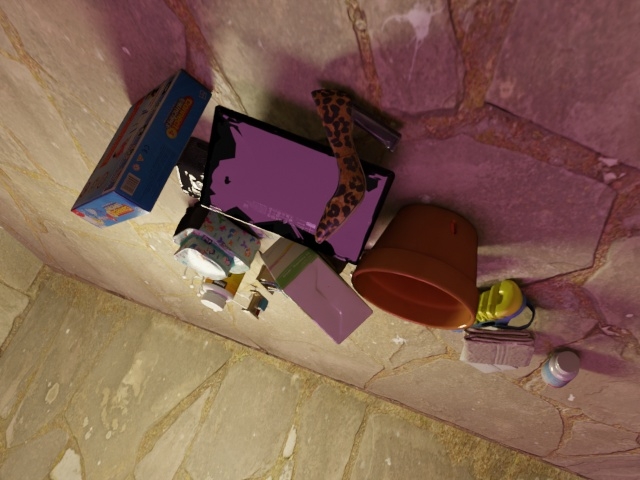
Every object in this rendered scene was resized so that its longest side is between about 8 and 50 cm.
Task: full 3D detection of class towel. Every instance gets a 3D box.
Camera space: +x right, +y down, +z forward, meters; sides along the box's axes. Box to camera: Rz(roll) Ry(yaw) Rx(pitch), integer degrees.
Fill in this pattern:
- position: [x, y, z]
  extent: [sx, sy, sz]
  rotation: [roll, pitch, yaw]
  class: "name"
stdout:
- position: [0.484, 0.292, 1.652]
  extent: [0.187, 0.049, 0.282]
  rotation: [3, 157, 14]
  class: "towel"

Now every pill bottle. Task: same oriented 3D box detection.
- position: [-0.336, 0.134, 2.124]
  extent: [0.117, 0.215, 0.117]
  rotation: [19, 158, 8]
  class: "pill bottle"
- position: [0.728, 0.388, 1.828]
  extent: [0.087, 0.087, 0.160]
  rotation: [18, 157, 14]
  class: "pill bottle"

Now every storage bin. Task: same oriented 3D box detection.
- position: [-0.298, -0.174, 1.569]
  extent: [0.121, 0.085, 0.180]
  rotation: [22, 157, 2]
  class: "storage bin"

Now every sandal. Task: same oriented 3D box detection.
- position: [0.453, 0.200, 1.637]
  extent: [0.138, 0.126, 0.317]
  rotation: [28, 159, -21]
  class: "sandal"

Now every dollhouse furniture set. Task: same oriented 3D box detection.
- position: [-0.166, 0.205, 2.159]
  extent: [0.129, 0.184, 0.129]
  rotation: [9, 154, 31]
  class: "dollhouse furniture set"

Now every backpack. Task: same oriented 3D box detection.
- position: [-0.326, 0.017, 1.911]
  extent: [0.253, 0.191, 0.225]
  rotation: [27, 157, -23]
  class: "backpack"

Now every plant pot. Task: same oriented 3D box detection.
- position: [0.241, 0.053, 1.397]
  extent: [0.290, 0.204, 0.291]
  rotation: [21, 158, 9]
  class: "plant pot"

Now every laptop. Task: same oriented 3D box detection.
- position: [-0.053, -0.120, 1.392]
  extent: [0.381, 0.236, 0.408]
  rotation: [21, 132, 1]
  class: "laptop"

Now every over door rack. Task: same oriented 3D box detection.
- position: [-0.414, 0.233, 2.569]
  extent: [0.324, 0.108, 0.240]
  rotation: [18, 158, 13]
  class: "over door rack"

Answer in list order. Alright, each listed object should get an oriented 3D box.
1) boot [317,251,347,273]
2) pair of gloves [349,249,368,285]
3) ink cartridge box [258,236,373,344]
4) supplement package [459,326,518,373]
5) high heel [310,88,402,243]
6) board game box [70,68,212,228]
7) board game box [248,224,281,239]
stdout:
- position: [0.000, 0.000, 1.693]
  extent: [0.219, 0.106, 0.082]
  rotation: [56, 149, 0]
  class: "boot"
- position: [0.160, 0.124, 1.772]
  extent: [0.204, 0.042, 0.240]
  rotation: [32, 154, 24]
  class: "pair of gloves"
- position: [-0.026, 0.093, 1.504]
  extent: [0.207, 0.119, 0.353]
  rotation: [46, 179, -21]
  class: "ink cartridge box"
- position: [0.535, 0.341, 1.886]
  extent: [0.105, 0.105, 0.179]
  rotation: [29, 157, -8]
  class: "supplement package"
- position: [0.009, -0.142, 1.126]
  extent: [0.186, 0.261, 0.093]
  rotation: [32, 180, -8]
  class: "high heel"
- position: [-0.401, -0.191, 1.335]
  extent: [0.086, 0.309, 0.301]
  rotation: [34, 156, -29]
  class: "board game box"
- position: [-0.172, -0.054, 1.791]
  extent: [0.103, 0.026, 0.154]
  rotation: [8, 154, 32]
  class: "board game box"
